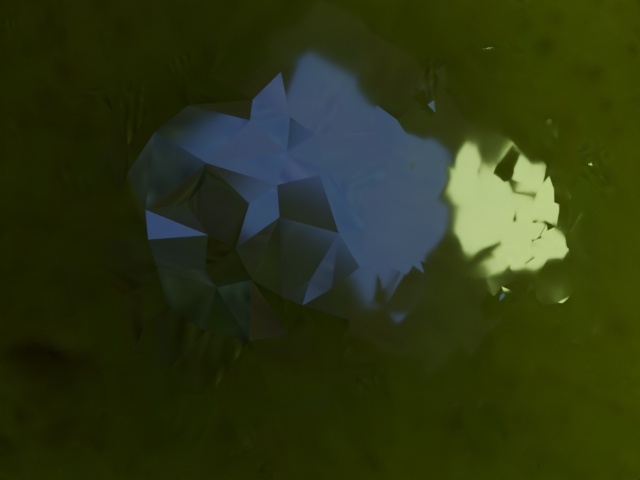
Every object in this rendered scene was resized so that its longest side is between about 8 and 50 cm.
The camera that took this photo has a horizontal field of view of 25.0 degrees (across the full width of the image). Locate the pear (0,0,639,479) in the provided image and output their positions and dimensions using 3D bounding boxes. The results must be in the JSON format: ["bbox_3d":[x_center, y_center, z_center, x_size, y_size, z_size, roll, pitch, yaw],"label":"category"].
[{"bbox_3d":[0.000,0.000,0.441,0.386,0.191,0.340,15,101,9],"label":"pear"}]
